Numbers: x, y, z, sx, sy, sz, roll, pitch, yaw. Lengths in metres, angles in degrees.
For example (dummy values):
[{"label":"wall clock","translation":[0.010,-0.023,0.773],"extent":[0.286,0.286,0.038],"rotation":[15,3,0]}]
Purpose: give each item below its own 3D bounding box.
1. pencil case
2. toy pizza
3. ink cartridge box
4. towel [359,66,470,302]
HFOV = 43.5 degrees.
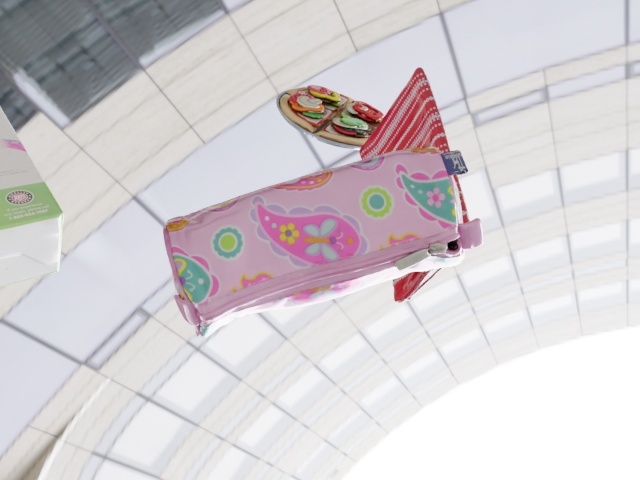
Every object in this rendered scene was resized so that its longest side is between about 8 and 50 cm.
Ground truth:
[{"label":"pencil case","translation":[0.000,0.000,0.751],"extent":[0.284,0.124,0.124],"rotation":[-15,-121,-4]},{"label":"toy pizza","translation":[0.026,-0.211,1.324],"extent":[0.201,0.201,0.032],"rotation":[42,-52,32]},{"label":"ink cartridge box","translation":[-0.525,-0.088,1.123],"extent":[0.207,0.119,0.353],"rotation":[-16,-128,-33]},{"label":"towel","translation":[0.125,-0.072,1.113],"extent":[0.031,0.199,0.275],"rotation":[2,-120,-24]}]
